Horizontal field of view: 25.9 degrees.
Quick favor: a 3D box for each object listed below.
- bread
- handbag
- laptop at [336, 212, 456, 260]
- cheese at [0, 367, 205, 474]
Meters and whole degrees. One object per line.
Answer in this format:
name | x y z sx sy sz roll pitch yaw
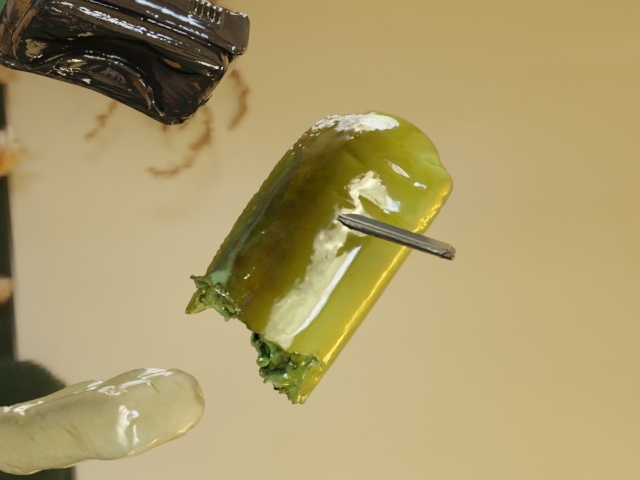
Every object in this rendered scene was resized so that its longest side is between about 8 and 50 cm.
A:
bread | 0.000 0.000 1.796 0.376 0.208 0.251 -52 -164 -5
handbag | -0.242 -0.234 1.660 0.244 0.275 0.088 -36 -138 58
laptop | 0.086 -0.005 1.509 0.180 0.129 0.016 -5 113 -84
cheese | -0.263 0.211 1.628 0.159 0.263 0.093 -20 95 -61
